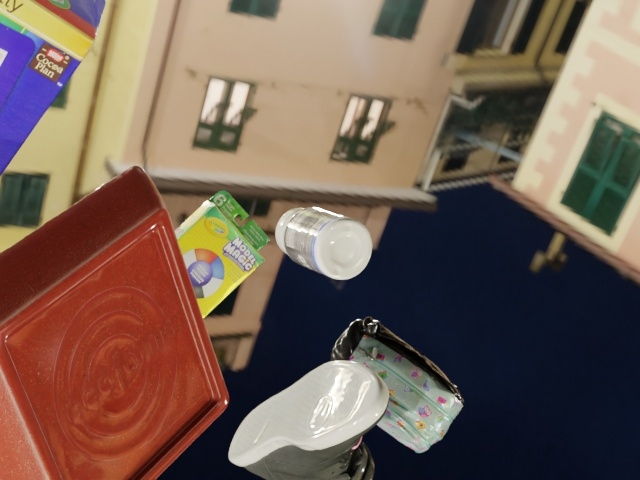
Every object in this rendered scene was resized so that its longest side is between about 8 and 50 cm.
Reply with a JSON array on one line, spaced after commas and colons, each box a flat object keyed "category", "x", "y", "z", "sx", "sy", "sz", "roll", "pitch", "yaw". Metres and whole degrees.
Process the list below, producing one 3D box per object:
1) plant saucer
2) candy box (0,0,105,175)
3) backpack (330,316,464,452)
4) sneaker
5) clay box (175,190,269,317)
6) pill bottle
[{"category": "plant saucer", "x": -0.175, "y": 0.106, "z": 0.883, "sx": 0.047, "sy": 0.259, "sz": 0.258, "roll": 3, "pitch": -150, "yaw": 35}, {"category": "candy box", "x": -0.377, "y": -0.139, "z": 0.897, "sx": 0.268, "sy": 0.317, "sz": 0.122, "roll": 31, "pitch": -158, "yaw": -25}, {"category": "backpack", "x": 0.104, "y": 0.200, "z": 1.470, "sx": 0.182, "sy": 0.115, "sz": 0.152, "roll": 36, "pitch": 177, "yaw": 19}, {"category": "sneaker", "x": 0.025, "y": 0.229, "z": 1.235, "sx": 0.146, "sy": 0.295, "sz": 0.105, "roll": 33, "pitch": -125, "yaw": -18}, {"category": "clay box", "x": -0.191, "y": 0.038, "z": 1.713, "sx": 0.127, "sy": 0.222, "sz": 0.053, "roll": 48, "pitch": 175, "yaw": -23}, {"category": "pill bottle", "x": 0.000, "y": 0.000, "z": 1.360, "sx": 0.078, "sy": 0.078, "sz": 0.137, "roll": 2, "pitch": -172, "yaw": -27}]
